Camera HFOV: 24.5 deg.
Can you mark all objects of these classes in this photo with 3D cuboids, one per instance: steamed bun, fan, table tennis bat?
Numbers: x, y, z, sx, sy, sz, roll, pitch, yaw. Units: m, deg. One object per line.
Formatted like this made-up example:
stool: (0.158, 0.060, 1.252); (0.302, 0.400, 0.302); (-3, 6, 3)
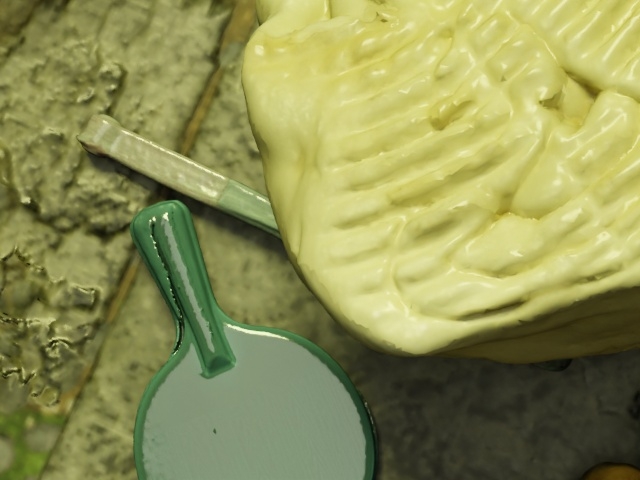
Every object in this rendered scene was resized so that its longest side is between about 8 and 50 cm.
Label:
steamed bun: (0.112, -0.089, 0.675); (0.276, 0.203, 0.289); (-17, 69, 14)
fan: (0.000, 0.000, 0.757); (0.282, 0.057, 0.023); (26, 102, 13)
table tennis bat: (-0.048, 0.074, 0.756); (0.124, 0.033, 0.201); (-23, 85, 2)

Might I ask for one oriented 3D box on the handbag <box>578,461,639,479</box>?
handbag: (0.276, 0.147, 0.673); (0.283, 0.133, 0.401); (40, 90, 13)
